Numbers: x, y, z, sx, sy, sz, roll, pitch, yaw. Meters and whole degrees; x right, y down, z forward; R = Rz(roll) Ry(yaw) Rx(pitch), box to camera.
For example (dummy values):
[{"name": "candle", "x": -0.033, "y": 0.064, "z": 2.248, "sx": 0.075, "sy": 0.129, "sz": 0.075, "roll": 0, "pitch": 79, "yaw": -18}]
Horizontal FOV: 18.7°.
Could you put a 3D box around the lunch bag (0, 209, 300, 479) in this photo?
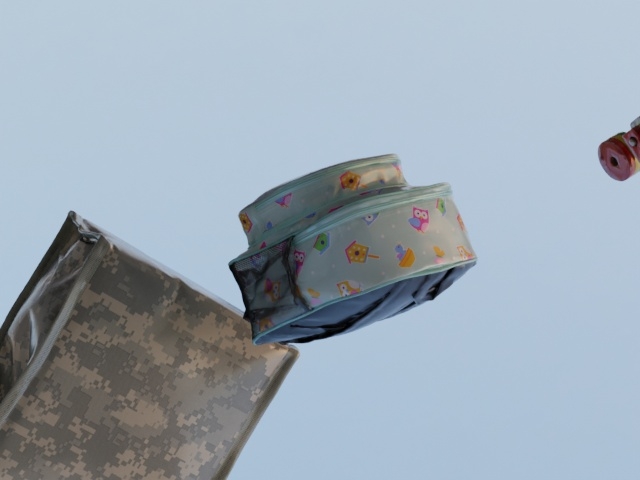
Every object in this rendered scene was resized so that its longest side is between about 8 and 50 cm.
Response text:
[{"name": "lunch bag", "x": -0.198, "y": 0.158, "z": 1.816, "sx": 0.287, "sy": 0.235, "sz": 0.169, "roll": -60, "pitch": -158, "yaw": -1}]

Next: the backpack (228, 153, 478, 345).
[{"name": "backpack", "x": 0.032, "y": 0.004, "z": 1.652, "sx": 0.166, "sy": 0.144, "sz": 0.188, "roll": -10, "pitch": 177, "yaw": -43}]

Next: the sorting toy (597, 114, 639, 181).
[{"name": "sorting toy", "x": 0.359, "y": -0.080, "z": 1.858, "sx": 0.046, "sy": 0.132, "sz": 0.274, "roll": -29, "pitch": 174, "yaw": -27}]
